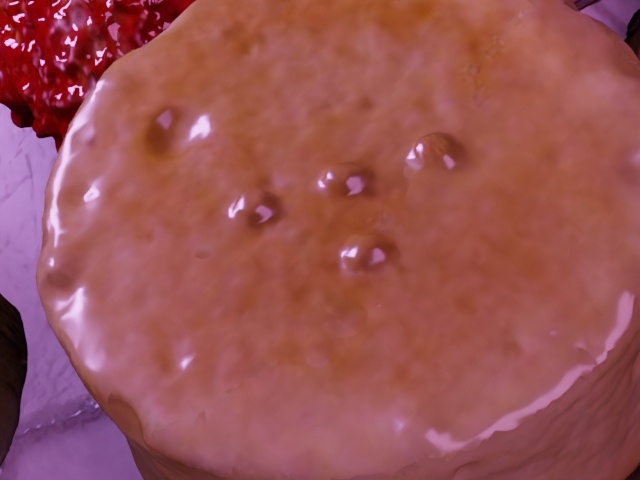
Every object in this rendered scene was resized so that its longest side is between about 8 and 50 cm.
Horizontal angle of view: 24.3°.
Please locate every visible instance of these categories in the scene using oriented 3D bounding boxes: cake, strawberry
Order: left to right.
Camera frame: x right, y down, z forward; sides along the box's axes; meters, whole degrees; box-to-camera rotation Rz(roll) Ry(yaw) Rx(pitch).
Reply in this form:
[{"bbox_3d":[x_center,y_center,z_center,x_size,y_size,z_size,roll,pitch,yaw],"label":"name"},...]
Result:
[{"bbox_3d":[-0.090,-0.156,0.975,0.261,0.261,0.258,-7,97,-26],"label":"strawberry"},{"bbox_3d":[0.041,0.050,0.815,0.332,0.321,0.332,-7,56,10],"label":"cake"}]

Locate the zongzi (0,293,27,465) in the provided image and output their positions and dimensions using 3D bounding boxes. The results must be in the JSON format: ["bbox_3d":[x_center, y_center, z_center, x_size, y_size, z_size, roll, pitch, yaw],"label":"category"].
[{"bbox_3d":[-0.308,-0.010,0.764,0.356,0.393,0.174,19,51,-10],"label":"zongzi"}]

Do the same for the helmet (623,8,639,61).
[{"bbox_3d":[0.309,-0.098,1.238,0.198,0.130,0.224,35,45,-14],"label":"helmet"}]

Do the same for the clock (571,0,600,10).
[{"bbox_3d":[0.084,-0.264,1.154,0.309,0.166,0.235,-23,88,-26],"label":"clock"}]
